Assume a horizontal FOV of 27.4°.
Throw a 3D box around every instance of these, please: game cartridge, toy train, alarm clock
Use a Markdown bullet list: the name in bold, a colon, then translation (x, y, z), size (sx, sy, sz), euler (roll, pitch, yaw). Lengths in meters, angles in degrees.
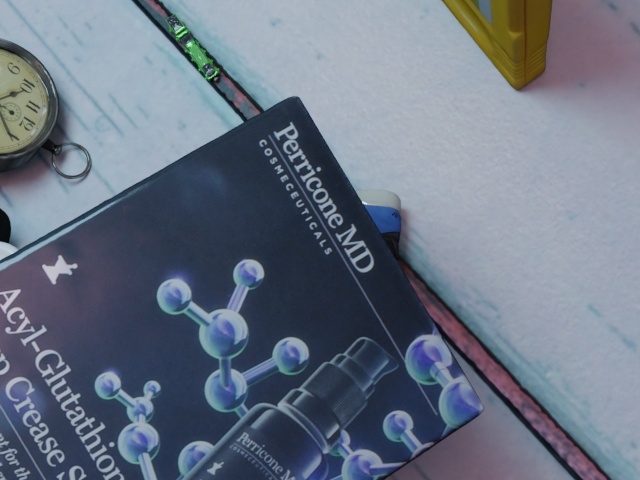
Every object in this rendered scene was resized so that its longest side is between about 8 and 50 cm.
- **game cartridge**: translation (0.102, -0.302, 1.156), size (0.052, 0.324, 0.285), euler (-35, 72, -4)
- **toy train**: translation (-0.129, -0.194, 1.321), size (0.017, 0.024, 0.083), euler (-36, 73, -1)
- **alarm clock**: translation (-0.312, -0.120, 1.297), size (0.192, 0.064, 0.129), euler (33, 60, -10)

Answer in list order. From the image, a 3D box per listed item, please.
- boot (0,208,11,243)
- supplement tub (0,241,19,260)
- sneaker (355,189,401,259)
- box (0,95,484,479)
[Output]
- **boot**: translation (-0.499, 0.016, 1.269), size (0.348, 0.131, 0.260), euler (-42, 73, -3)
- **supplement tub**: translation (-0.291, 0.046, 1.240), size (0.071, 0.107, 0.071), euler (-2, 75, 9)
- **sneaker**: translation (0.000, 0.000, 1.231), size (0.152, 0.058, 0.084), euler (-1, 67, 2)
- **box**: translation (-0.125, 0.118, 1.061), size (0.395, 0.212, 0.293), euler (-32, 91, -14)
